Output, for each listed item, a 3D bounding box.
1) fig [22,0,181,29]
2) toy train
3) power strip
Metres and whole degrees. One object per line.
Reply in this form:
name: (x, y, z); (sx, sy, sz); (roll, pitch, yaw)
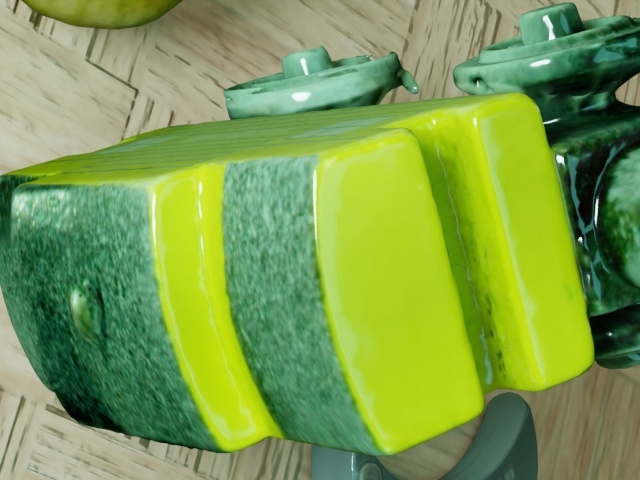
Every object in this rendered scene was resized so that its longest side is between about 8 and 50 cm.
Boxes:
fig: (-0.118, -0.185, 1.051); (0.153, 0.120, 0.136); (7, 86, -43)
toy train: (0.000, 0.000, 0.950); (0.272, 0.442, 0.179); (-19, 100, -29)
power strip: (0.064, 0.174, 1.245); (0.216, 0.044, 0.137); (-4, 90, -44)
